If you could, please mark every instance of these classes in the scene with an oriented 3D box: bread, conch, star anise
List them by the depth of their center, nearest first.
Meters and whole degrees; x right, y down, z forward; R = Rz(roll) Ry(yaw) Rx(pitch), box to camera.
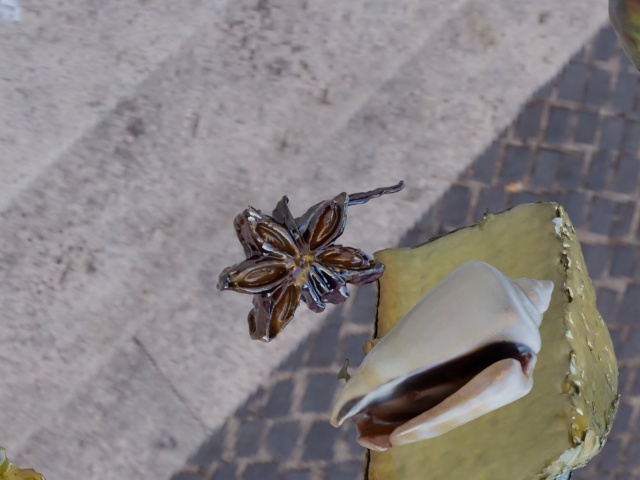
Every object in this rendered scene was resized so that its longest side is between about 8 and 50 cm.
[{"bbox_3d":[0.085,0.081,1.105,0.176,0.104,0.094,-27,160,-6],"label":"conch"},{"bbox_3d":[0.000,0.000,1.200,0.190,0.070,0.097,-26,95,-28],"label":"star anise"},{"bbox_3d":[0.137,0.110,1.518,0.315,0.248,0.279,7,66,-75],"label":"bread"}]

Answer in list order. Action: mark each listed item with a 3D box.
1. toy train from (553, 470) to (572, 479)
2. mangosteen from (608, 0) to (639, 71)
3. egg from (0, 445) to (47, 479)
[{"bbox_3d":[0.208,0.282,1.823,0.129,0.159,0.326,-48,151,-62],"label":"toy train"},{"bbox_3d":[0.350,-0.148,0.916,0.330,0.330,0.330,-10,107,-35],"label":"mangosteen"},{"bbox_3d":[-0.292,0.265,1.247,0.264,0.174,0.286,-2,107,3],"label":"egg"}]
